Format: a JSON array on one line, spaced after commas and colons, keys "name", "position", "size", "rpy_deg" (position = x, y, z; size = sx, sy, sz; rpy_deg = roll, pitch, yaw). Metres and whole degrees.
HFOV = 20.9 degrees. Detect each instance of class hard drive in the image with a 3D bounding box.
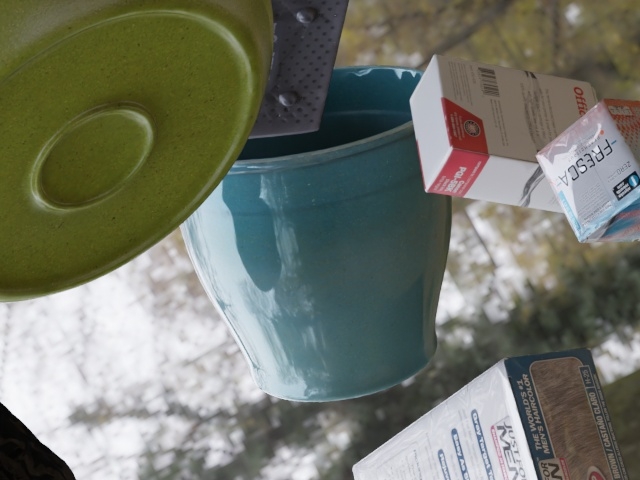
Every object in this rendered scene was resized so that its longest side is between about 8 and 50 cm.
[{"name": "hard drive", "position": [-0.113, -0.155, 1.356], "size": [0.254, 0.172, 0.054], "rpy_deg": [-3, -136, -17]}]

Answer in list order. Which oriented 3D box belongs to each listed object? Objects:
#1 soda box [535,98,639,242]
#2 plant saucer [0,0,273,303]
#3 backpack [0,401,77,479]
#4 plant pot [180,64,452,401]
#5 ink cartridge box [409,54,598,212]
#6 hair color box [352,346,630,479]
[{"name": "soda box", "position": [0.211, -0.039, 1.014], "size": [0.183, 0.058, 0.063], "rpy_deg": [-1, -121, -44]}, {"name": "plant saucer", "position": [-0.115, -0.050, 0.828], "size": [0.037, 0.241, 0.241], "rpy_deg": [50, -159, 29]}, {"name": "backpack", "position": [-0.306, 0.263, 1.370], "size": [0.263, 0.213, 0.276], "rpy_deg": [31, -147, -12]}, {"name": "plant pot", "position": [0.000, 0.000, 1.603], "size": [0.271, 0.271, 0.255], "rpy_deg": [-50, -45, -61]}, {"name": "ink cartridge box", "position": [0.145, -0.079, 1.325], "size": [0.135, 0.056, 0.099], "rpy_deg": [9, -131, -18]}, {"name": "hair color box", "position": [0.162, 0.247, 1.708], "size": [0.105, 0.347, 0.174], "rpy_deg": [-5, -111, -26]}]
